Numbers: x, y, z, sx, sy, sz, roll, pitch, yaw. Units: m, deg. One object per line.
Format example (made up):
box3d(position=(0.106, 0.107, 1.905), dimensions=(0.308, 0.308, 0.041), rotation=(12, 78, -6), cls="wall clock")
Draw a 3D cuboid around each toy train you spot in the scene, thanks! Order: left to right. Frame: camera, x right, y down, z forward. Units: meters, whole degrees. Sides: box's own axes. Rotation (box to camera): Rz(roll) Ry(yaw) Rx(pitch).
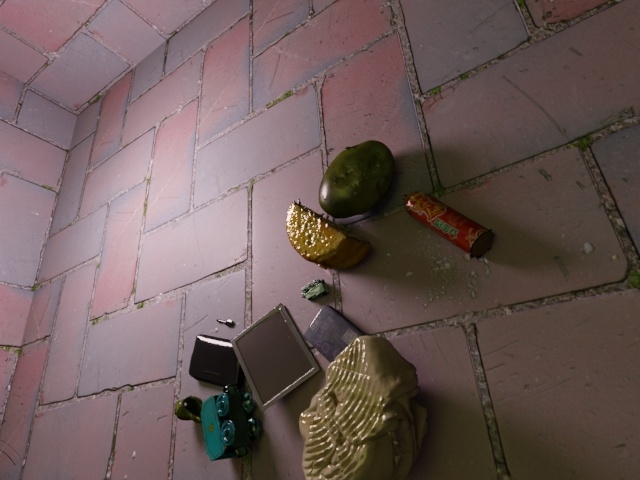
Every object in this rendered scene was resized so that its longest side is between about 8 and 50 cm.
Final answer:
box3d(position=(-0.259, 0.518, 1.159), dimensions=(0.154, 0.107, 0.197), rotation=(-41, 52, 26), cls="toy train")
box3d(position=(-0.018, 0.146, 1.183), dimensions=(0.083, 0.033, 0.053), rotation=(-36, 57, 20), cls="toy train")

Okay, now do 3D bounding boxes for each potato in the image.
box3d(position=(0.104, -0.168, 1.158), dimensions=(0.253, 0.148, 0.186), rotation=(-44, 66, 2), cls="potato")

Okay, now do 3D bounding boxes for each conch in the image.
box3d(position=(-0.402, 0.523, 1.277), dimensions=(0.121, 0.074, 0.089), rotation=(20, 119, 20), cls="conch")

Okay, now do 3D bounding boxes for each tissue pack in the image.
box3d(position=(0.038, 0.254, 1.085), dimensions=(0.156, 0.051, 0.112), rotation=(34, 90, 41), cls="tissue pack")

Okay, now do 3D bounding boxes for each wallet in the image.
box3d(position=(-0.323, 0.383, 1.302), dimensions=(0.250, 0.044, 0.148), rotation=(1, 74, 36), cls="wallet")

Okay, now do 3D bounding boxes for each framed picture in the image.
box3d(position=(-0.136, 0.327, 1.177), dimensions=(0.197, 0.014, 0.252), rotation=(-37, 51, 0), cls="framed picture")

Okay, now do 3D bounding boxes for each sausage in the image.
box3d(position=(0.296, -0.053, 1.012), dimensions=(0.083, 0.083, 0.264), rotation=(-53, 48, 6), cls="sausage")

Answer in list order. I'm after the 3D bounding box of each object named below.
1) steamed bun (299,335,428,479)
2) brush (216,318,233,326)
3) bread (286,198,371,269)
box3d(position=(0.106, 0.380, 0.889), dimensions=(0.276, 0.203, 0.288), rotation=(-31, 41, 33), cls="steamed bun")
box3d(position=(-0.319, 0.272, 1.369), dimensions=(0.084, 0.008, 0.023), rotation=(0, 73, 37), cls="brush")
box3d(position=(0.004, 0.003, 1.152), dimensions=(0.261, 0.160, 0.147), rotation=(35, 100, 35), cls="bread")
